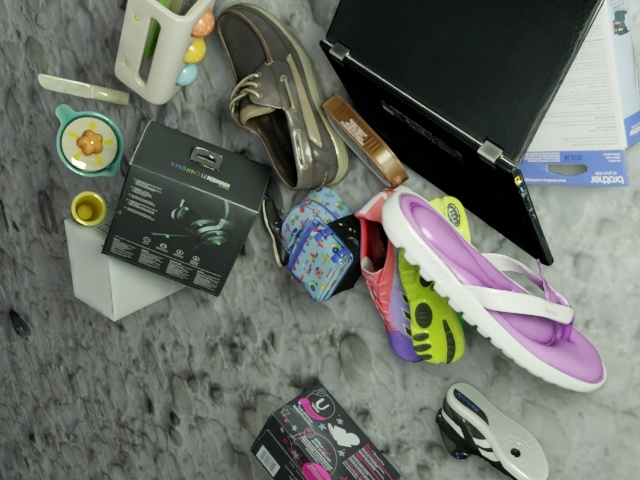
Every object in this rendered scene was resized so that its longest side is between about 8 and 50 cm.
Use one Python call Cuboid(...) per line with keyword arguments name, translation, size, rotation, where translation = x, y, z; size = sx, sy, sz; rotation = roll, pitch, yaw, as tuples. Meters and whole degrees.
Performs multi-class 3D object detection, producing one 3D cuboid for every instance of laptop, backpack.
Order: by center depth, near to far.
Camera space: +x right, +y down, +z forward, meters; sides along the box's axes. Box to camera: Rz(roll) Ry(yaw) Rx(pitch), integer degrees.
Cuboid(name="laptop", translation=(0.212, -0.234, 1.337), size=(0.382, 0.236, 0.408), rotation=(42, 173, 36))
Cuboid(name="backpack", translation=(0.000, 0.000, 1.707), size=(0.173, 0.117, 0.158), rotation=(51, 138, 17))

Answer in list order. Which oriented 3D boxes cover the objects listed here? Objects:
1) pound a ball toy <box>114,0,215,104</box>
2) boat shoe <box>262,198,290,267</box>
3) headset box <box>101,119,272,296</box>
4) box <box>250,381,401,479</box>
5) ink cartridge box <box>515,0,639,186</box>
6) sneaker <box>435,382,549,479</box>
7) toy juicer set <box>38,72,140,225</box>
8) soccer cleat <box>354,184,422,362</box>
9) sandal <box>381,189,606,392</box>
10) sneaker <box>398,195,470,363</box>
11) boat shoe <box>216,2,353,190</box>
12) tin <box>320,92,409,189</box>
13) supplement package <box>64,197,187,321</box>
Cuboid(name="pound a ball toy", translation=(-0.234, -0.399, 1.724), size=(0.136, 0.208, 0.319), rotation=(36, 151, -1))
Cuboid(name="boat shoe", translation=(-0.074, -0.018, 1.834), size=(0.042, 0.049, 0.133), rotation=(-18, 88, 17))
Cuboid(name="headset box", translation=(-0.251, -0.061, 1.837), size=(0.246, 0.131, 0.283), rotation=(21, 136, -7))
Cuboid(name="box", translation=(0.007, 0.435, 1.916), size=(0.247, 0.142, 0.163), rotation=(48, 139, 18))
Cuboid(name="ink cartridge box", translation=(0.318, -0.225, 1.288), size=(0.186, 0.065, 0.311), rotation=(4, 111, 46))
Cuboid(name="sneaker", translation=(0.283, 0.347, 1.635), size=(0.217, 0.079, 0.121), rotation=(47, 141, 30))
Cuboid(name="toy juicer set", translation=(-0.432, -0.201, 1.987), size=(0.089, 0.209, 0.328), rotation=(-19, 84, 65))
Cuboid(name="soccer cleat", translation=(0.116, 0.069, 1.619), size=(0.109, 0.116, 0.318), rotation=(15, 120, 42))
Cuboid(name="sandal", translation=(0.261, 0.066, 1.357), size=(0.416, 0.169, 0.102), rotation=(37, 121, -12))
Cuboid(name="sneaker", translation=(0.178, 0.054, 1.528), size=(0.110, 0.123, 0.295), rotation=(1, 123, 6))
Cuboid(name="boat shoe", translation=(-0.079, -0.241, 1.645), size=(0.355, 0.130, 0.132), rotation=(57, 139, 6))
Cuboid(name="tin", translation=(0.068, -0.157, 1.562), size=(0.189, 0.040, 0.106), rotation=(49, -178, 22))
Cuboid(name="supplement package", translation=(-0.409, 0.028, 2.084), size=(0.149, 0.203, 0.194), rotation=(25, 127, 36))
